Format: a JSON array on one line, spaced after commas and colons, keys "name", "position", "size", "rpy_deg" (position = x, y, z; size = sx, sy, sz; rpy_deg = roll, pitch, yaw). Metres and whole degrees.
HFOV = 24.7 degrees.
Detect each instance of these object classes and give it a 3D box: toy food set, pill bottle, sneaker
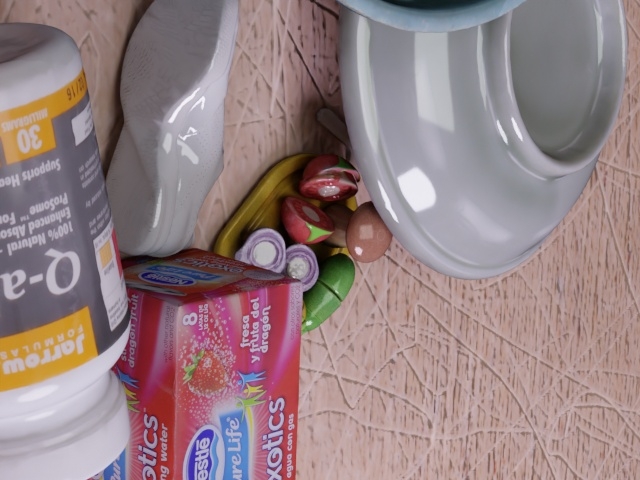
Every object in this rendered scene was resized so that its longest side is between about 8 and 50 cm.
[{"name": "toy food set", "position": [0.000, 0.000, 1.193], "size": [0.218, 0.071, 0.128], "rpy_deg": [-55, 132, -19]}, {"name": "pill bottle", "position": [-0.208, 0.013, 0.929], "size": [0.162, 0.162, 0.278], "rpy_deg": [-26, 118, -37]}, {"name": "sneaker", "position": [-0.098, -0.091, 1.081], "size": [0.094, 0.080, 0.212], "rpy_deg": [6, 104, -57]}]

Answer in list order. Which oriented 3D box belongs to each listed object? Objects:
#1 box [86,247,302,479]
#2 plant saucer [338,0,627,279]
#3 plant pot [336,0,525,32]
[{"name": "box", "position": [-0.102, 0.146, 1.092], "size": [0.122, 0.128, 0.257], "rpy_deg": [-10, 108, -42]}, {"name": "plant saucer", "position": [0.172, -0.164, 1.250], "size": [0.400, 0.100, 0.401], "rpy_deg": [-5, 96, -51]}, {"name": "plant pot", "position": [-0.039, -0.310, 0.882], "size": [0.341, 0.334, 0.341], "rpy_deg": [-14, 110, -42]}]
